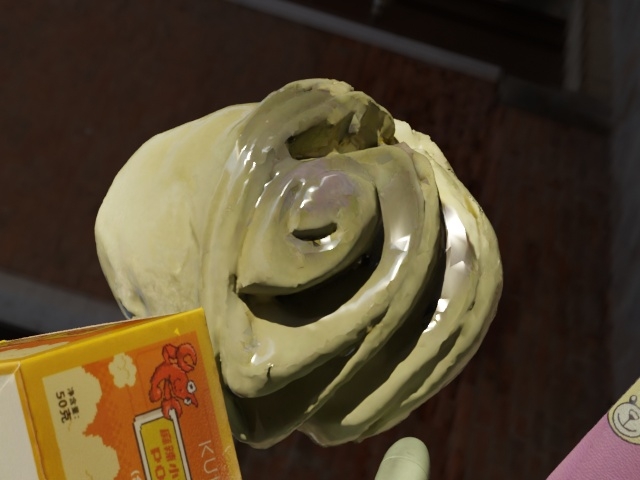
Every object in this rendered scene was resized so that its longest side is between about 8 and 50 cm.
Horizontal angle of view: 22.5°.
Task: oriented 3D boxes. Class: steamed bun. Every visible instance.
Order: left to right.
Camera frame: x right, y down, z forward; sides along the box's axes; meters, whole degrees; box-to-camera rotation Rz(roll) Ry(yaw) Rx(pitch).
[{"bbox_3d":[0.000,0.000,1.478,0.339,0.352,0.247,-31,-19,-31],"label":"steamed bun"}]

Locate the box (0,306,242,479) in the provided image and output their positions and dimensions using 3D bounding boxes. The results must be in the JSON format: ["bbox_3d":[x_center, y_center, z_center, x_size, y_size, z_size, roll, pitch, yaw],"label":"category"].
[{"bbox_3d":[-0.210,0.219,1.271,0.213,0.259,0.284,-17,-85,-51],"label":"box"}]

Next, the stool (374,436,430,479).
[{"bbox_3d":[0.099,0.302,1.367,0.198,0.195,0.195,-42,-29,-60],"label":"stool"}]

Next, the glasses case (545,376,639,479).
[{"bbox_3d":[0.330,0.172,1.459,0.316,0.123,0.076,-49,-15,7],"label":"glasses case"}]
